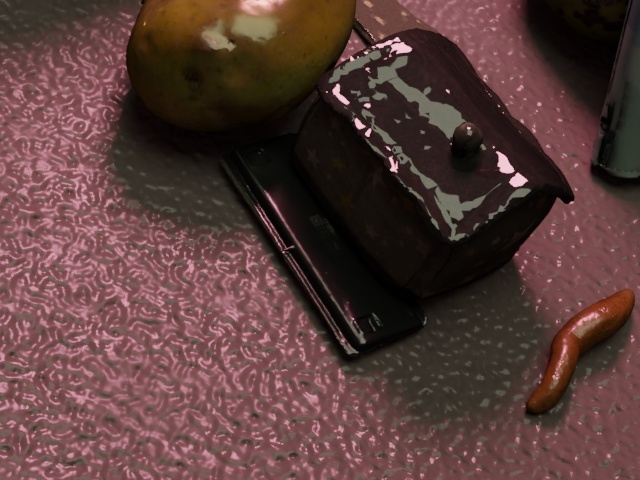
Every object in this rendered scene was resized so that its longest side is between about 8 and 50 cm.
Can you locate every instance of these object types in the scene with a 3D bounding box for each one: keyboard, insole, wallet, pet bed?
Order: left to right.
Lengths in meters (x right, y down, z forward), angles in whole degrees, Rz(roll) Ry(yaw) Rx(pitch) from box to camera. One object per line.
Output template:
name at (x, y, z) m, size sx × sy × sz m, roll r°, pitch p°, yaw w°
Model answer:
keyboard at (0.000, 0.000, 1.337) m, size 0.093 × 0.025 × 0.230 m, roll -19°, pitch 63°, yaw -31°
insole at (0.074, -0.213, 1.524) m, size 0.081 × 0.011 × 0.248 m, roll -30°, pitch 68°, yaw -36°
pet bed at (0.099, -0.077, 1.325) m, size 0.183 × 0.159 × 0.211 m, roll -19°, pitch 64°, yaw -39°
wallet at (0.366, -0.183, 1.455) m, size 0.176 × 0.250 × 0.075 m, roll -2°, pitch 30°, yaw -20°

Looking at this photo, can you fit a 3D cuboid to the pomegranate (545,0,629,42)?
pomegranate at (0.337, -0.320, 1.538) m, size 0.254 × 0.270 × 0.254 m, roll 1°, pitch 85°, yaw -17°

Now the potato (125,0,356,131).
potato at (-0.069, -0.190, 1.370) m, size 0.197 × 0.148 × 0.228 m, roll 6°, pitch 40°, yaw 3°

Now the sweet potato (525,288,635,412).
sweet potato at (0.232, 0.089, 1.345) m, size 0.044 × 0.044 × 0.179 m, roll 41°, pitch 52°, yaw 12°
